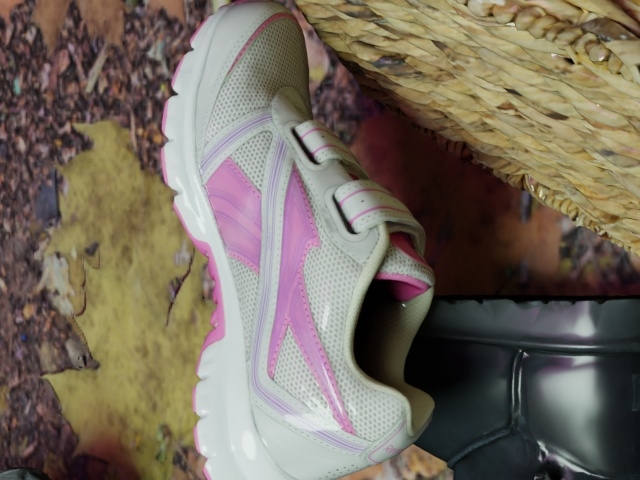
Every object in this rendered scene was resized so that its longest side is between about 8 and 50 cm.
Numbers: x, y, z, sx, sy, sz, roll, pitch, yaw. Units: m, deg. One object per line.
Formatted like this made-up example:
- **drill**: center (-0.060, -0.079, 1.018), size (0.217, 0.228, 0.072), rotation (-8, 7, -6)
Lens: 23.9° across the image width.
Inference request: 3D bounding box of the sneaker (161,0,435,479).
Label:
- **sneaker**: center (0.000, 0.000, 0.722), size (0.111, 0.103, 0.252), rotation (-14, 77, 23)

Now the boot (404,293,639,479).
- **boot**: center (0.069, 0.130, 0.773), size (0.246, 0.094, 0.207), rotation (-1, 89, 38)

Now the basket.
- **basket**: center (0.135, -0.142, 0.694), size (0.299, 0.223, 0.213), rotation (32, 82, 38)

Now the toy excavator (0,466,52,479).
- **toy excavator**: center (-0.170, 0.423, 0.960), size (0.222, 0.445, 0.433), rotation (-23, 37, 43)
